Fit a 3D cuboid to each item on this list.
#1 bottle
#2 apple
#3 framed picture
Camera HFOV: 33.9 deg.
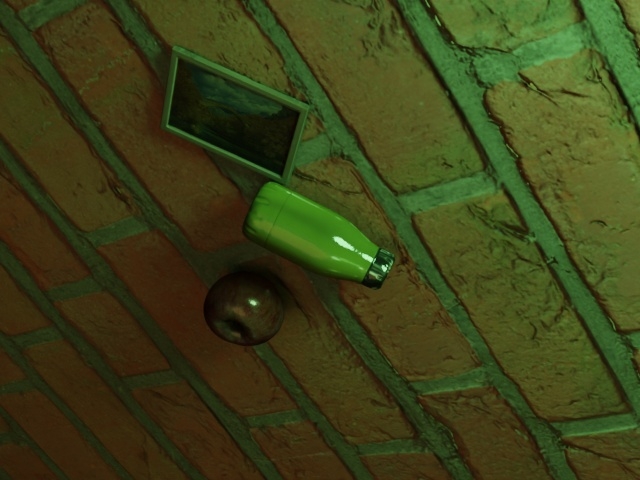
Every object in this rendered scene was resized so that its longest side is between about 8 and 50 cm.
[{"bbox_3d":[0.000,0.000,1.799,0.260,0.112,0.112,27,137,3],"label":"bottle"},{"bbox_3d":[-0.142,0.128,1.988,0.153,0.120,0.153,12,137,11],"label":"apple"},{"bbox_3d":[-0.147,-0.206,1.755,0.249,0.016,0.184,25,137,5],"label":"framed picture"}]
